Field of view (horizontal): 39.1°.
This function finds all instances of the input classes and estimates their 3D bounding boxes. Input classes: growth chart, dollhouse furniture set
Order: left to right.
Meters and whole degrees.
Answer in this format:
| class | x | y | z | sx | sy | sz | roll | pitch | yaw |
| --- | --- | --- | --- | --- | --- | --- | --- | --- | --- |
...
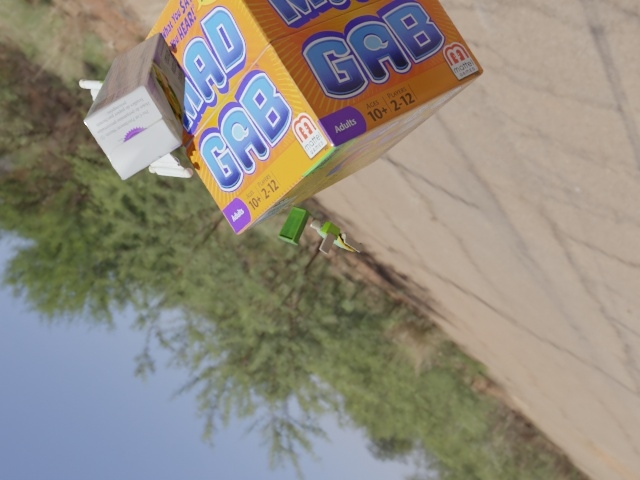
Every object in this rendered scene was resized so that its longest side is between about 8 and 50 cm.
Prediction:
| class | x | y | z | sx | sy | sz | roll | pitch | yaw |
| --- | --- | --- | --- | --- | --- | --- | --- | --- | --- |
| growth chart | -0.314 | -0.186 | 1.522 | 0.172 | 0.021 | 0.237 | 18 | 153 | 46 |
| dollhouse furniture set | 0.000 | 0.000 | 1.517 | 0.076 | 0.059 | 0.151 | 19 | 172 | 41 |

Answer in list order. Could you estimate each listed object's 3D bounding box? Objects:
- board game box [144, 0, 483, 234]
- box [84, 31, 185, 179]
| class | x | y | z | sx | sy | sz | roll | pitch | yaw |
| --- | --- | --- | --- | --- | --- | --- | --- | --- | --- |
| board game box | -0.031 | -0.288 | 1.509 | 0.356 | 0.356 | 0.356 | 58 | 144 | 3 |
| box | -0.178 | -0.146 | 0.905 | 0.063 | 0.067 | 0.324 | 60 | -177 | -22 |
